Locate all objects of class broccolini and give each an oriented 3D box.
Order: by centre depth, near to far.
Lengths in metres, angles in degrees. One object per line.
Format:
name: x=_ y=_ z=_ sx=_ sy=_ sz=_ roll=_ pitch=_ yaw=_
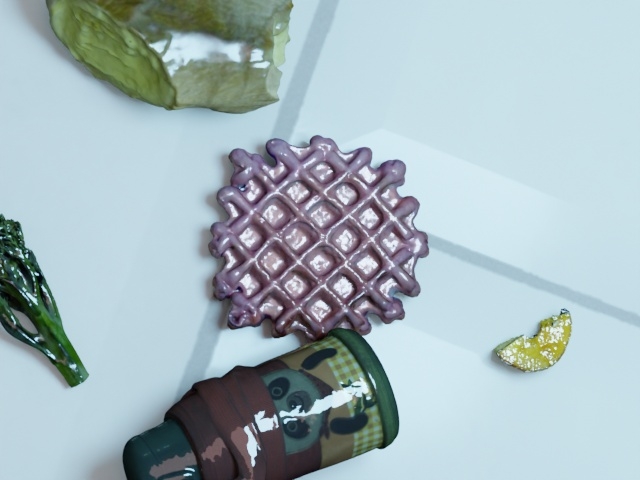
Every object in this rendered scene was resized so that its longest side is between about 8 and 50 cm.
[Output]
broccolini: x=-0.293 y=0.057 z=1.907 sx=0.203 sy=0.068 sz=0.091 roll=48 pitch=59 yaw=-4

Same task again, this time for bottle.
bottle: x=-0.062 y=0.197 z=1.891 sx=0.271 sy=0.156 sz=0.143 roll=-22 pitch=121 yaw=-16

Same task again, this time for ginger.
ginger: x=-0.141 y=-0.239 z=1.940 sx=0.221 sy=0.130 sz=0.276 roll=-43 pitch=92 yaw=-23

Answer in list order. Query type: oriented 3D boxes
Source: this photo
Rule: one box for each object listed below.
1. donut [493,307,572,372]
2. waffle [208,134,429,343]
donut: x=0.226 y=0.105 z=2.015 sx=0.067 sy=0.038 sz=0.083 roll=27 pitch=75 yaw=-4
waffle: x=0.000 y=0.000 z=1.973 sx=0.234 sy=0.055 sz=0.221 roll=4 pitch=84 yaw=-11
